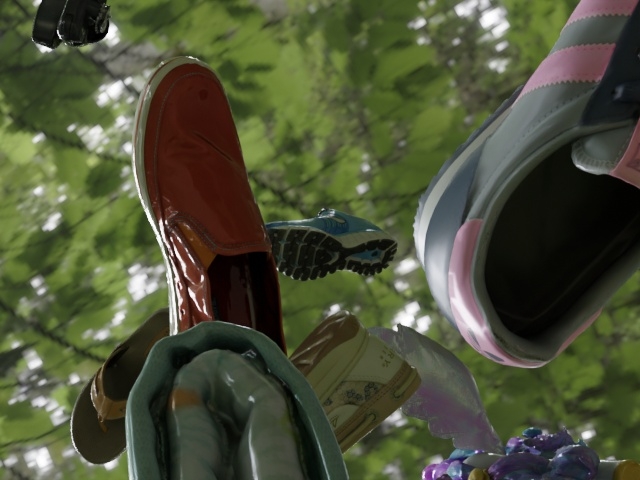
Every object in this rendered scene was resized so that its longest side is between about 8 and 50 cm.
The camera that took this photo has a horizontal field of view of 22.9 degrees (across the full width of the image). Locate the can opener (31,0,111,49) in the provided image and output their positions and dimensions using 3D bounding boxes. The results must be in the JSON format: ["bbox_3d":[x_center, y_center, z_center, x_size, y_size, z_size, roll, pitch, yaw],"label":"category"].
[{"bbox_3d":[-0.211,-0.261,1.492,0.073,0.059,0.186,21,-109,3],"label":"can opener"}]

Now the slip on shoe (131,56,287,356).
[{"bbox_3d":[-0.092,-0.007,1.451,0.123,0.101,0.331,-9,-89,-42],"label":"slip on shoe"}]

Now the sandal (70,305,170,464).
[{"bbox_3d":[-0.187,0.138,1.530,0.072,0.180,0.049,40,-169,10],"label":"sandal"}]

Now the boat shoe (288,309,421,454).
[{"bbox_3d":[-0.039,0.188,1.240,0.089,0.285,0.104,37,-168,-11],"label":"boat shoe"}]

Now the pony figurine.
[{"bbox_3d":[0.192,0.282,1.785,0.351,0.363,0.303,26,-104,-38],"label":"pony figurine"}]

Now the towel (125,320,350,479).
[{"bbox_3d":[-0.014,0.269,0.643,0.090,0.321,0.374,-6,-136,-7],"label":"towel"}]

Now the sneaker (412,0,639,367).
[{"bbox_3d":[0.161,-0.074,0.709,0.112,0.319,0.131,27,-162,-14],"label":"sneaker"}]

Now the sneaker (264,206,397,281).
[{"bbox_3d":[0.000,0.000,1.696,0.162,0.063,0.073,5,-148,-33],"label":"sneaker"}]
